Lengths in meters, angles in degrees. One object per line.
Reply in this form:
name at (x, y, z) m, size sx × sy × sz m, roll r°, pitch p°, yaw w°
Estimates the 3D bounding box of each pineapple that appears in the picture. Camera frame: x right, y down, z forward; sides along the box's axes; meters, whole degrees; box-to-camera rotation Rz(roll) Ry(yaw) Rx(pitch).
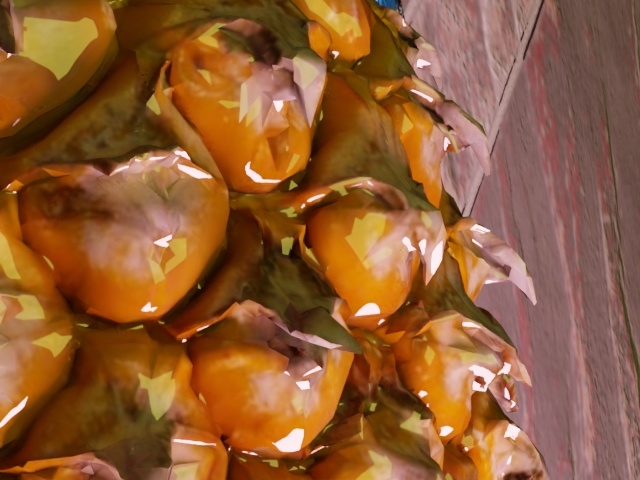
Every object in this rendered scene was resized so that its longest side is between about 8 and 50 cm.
pineapple at (-0.103, 0.025, 0.486) m, size 0.352 × 0.352 × 0.300 m, roll -6°, pitch 79°, yaw -59°

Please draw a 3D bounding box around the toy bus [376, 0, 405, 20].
toy bus at (0.005, -0.114, 0.852) m, size 0.185 × 0.090 × 0.106 m, roll 51°, pitch 37°, yaw -75°
